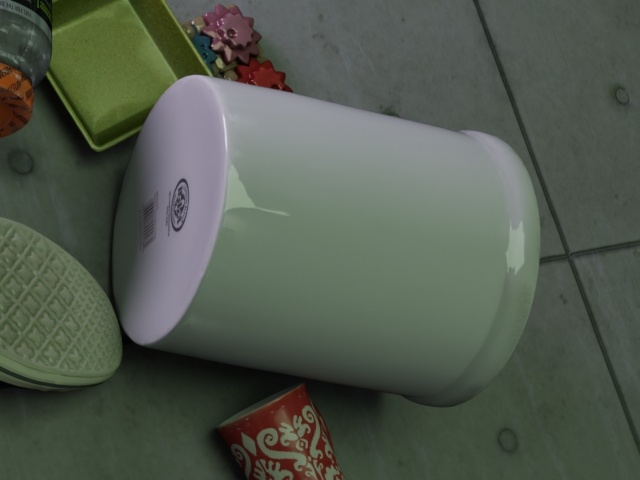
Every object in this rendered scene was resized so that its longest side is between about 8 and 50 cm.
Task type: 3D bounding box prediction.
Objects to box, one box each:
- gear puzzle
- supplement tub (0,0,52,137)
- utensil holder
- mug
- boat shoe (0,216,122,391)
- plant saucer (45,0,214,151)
[{"bbox_3d":[-0.077,-0.138,2.048,0.175,0.044,0.339,-28,86,-39],"label":"gear puzzle"},{"bbox_3d":[-0.391,-0.280,1.807,0.194,0.193,0.316,10,63,-30],"label":"supplement tub"},{"bbox_3d":[0.000,0.000,1.852,0.385,0.327,0.327,12,63,-28],"label":"utensil holder"},{"bbox_3d":[-0.017,0.253,1.871,0.150,0.113,0.169,-26,88,-37],"label":"mug"},{"bbox_3d":[-0.413,0.070,1.664,0.500,0.156,0.186,12,57,-47],"label":"boat shoe"},{"bbox_3d":[-0.247,-0.213,1.954,0.188,0.045,0.188,-31,87,-30],"label":"plant saucer"}]
